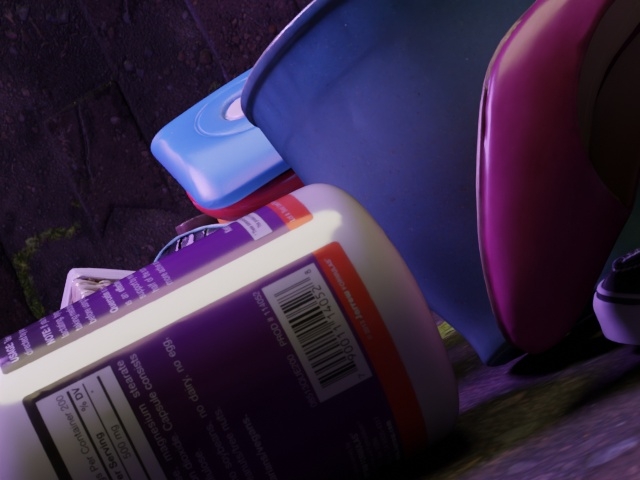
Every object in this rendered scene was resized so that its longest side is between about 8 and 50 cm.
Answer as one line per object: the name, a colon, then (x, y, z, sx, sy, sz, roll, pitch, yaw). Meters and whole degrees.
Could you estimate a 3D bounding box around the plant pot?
plant pot: (0.125, -0.062, 1.100, 0.271, 0.255, 0.271, -32, -11, -7)

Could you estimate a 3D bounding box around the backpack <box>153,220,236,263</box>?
backpack: (-0.044, 0.072, 1.210, 0.144, 0.188, 0.166, -22, -4, -45)

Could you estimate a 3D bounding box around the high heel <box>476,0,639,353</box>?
high heel: (0.205, -0.112, 0.900, 0.181, 0.377, 0.127, 3, -17, 34)

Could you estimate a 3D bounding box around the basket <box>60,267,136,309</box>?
basket: (-0.127, 0.113, 1.095, 0.113, 0.167, 0.103, 6, 11, -17)

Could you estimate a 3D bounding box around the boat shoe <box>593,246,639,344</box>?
boat shoe: (0.253, -0.020, 0.862, 0.113, 0.105, 0.306, -28, 2, -30)

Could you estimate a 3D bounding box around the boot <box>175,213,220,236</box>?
boot: (-0.105, 0.080, 1.601, 0.090, 0.207, 0.248, -26, 2, 34)

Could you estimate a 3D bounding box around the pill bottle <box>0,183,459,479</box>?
pill bottle: (-0.090, 0.108, 0.952, 0.323, 0.181, 0.181, -27, 2, -8)

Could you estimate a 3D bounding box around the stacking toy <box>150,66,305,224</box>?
stacking toy: (0.000, 0.000, 1.366, 0.165, 0.302, 0.175, -33, 30, -8)
